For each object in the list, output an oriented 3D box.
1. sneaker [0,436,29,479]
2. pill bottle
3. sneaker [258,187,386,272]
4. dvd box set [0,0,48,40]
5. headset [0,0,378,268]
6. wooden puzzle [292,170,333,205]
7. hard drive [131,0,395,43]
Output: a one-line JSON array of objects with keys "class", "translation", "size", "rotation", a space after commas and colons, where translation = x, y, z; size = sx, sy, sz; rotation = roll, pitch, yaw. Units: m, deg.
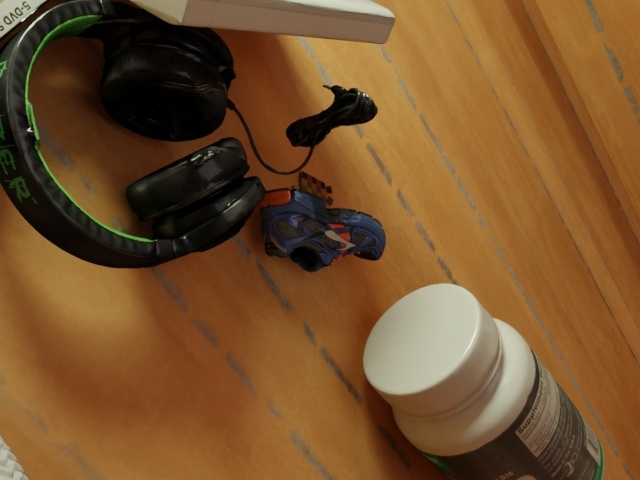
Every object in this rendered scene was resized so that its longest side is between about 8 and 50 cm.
[{"class": "sneaker", "translation": [-0.308, 0.122, 0.447], "size": [0.366, 0.210, 0.137], "rotation": [47, 27, 25]}, {"class": "pill bottle", "translation": [0.225, 0.233, 1.041], "size": [0.361, 0.204, 0.204], "rotation": [48, 43, -30]}, {"class": "sneaker", "translation": [0.000, 0.000, 0.961], "size": [0.221, 0.083, 0.087], "rotation": [16, 77, -44]}, {"class": "dvd box set", "translation": [-0.407, -0.290, 0.538], "size": [0.420, 0.062, 0.308], "rotation": [53, 41, -25]}, {"class": "headset", "translation": [-0.115, -0.110, 0.746], "size": [0.394, 0.185, 0.244], "rotation": [-9, 83, -53]}, {"class": "wooden puzzle", "translation": [-0.010, -0.061, 1.018], "size": [0.083, 0.006, 0.049], "rotation": [25, 57, -46]}, {"class": "hard drive", "translation": [-0.100, -0.284, 0.835], "size": [0.353, 0.233, 0.047], "rotation": [-15, 133, -54]}]
